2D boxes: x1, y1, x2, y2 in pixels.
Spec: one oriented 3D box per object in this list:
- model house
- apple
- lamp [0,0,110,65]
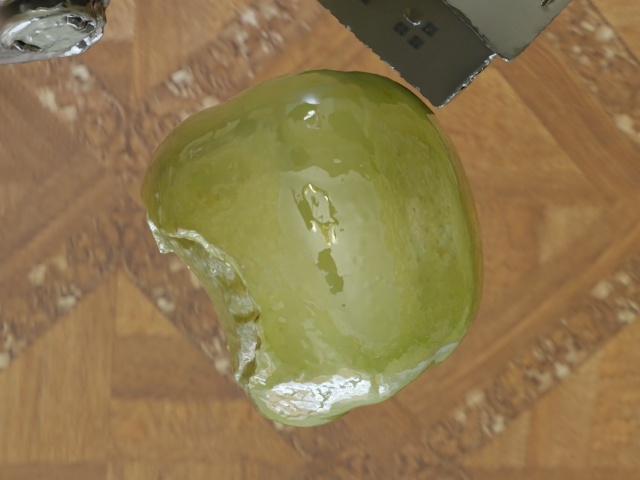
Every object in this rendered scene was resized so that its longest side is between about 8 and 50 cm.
[{"bbox_3d":[0.135,-0.278,1.609,0.211,0.204,0.243,43,127,-4],"label":"model house"},{"bbox_3d":[0.000,0.000,1.479,0.279,0.279,0.279,-3,107,-10],"label":"apple"},{"bbox_3d":[-0.139,-0.176,0.651,0.118,0.118,0.253,-16,71,-6],"label":"lamp"}]
